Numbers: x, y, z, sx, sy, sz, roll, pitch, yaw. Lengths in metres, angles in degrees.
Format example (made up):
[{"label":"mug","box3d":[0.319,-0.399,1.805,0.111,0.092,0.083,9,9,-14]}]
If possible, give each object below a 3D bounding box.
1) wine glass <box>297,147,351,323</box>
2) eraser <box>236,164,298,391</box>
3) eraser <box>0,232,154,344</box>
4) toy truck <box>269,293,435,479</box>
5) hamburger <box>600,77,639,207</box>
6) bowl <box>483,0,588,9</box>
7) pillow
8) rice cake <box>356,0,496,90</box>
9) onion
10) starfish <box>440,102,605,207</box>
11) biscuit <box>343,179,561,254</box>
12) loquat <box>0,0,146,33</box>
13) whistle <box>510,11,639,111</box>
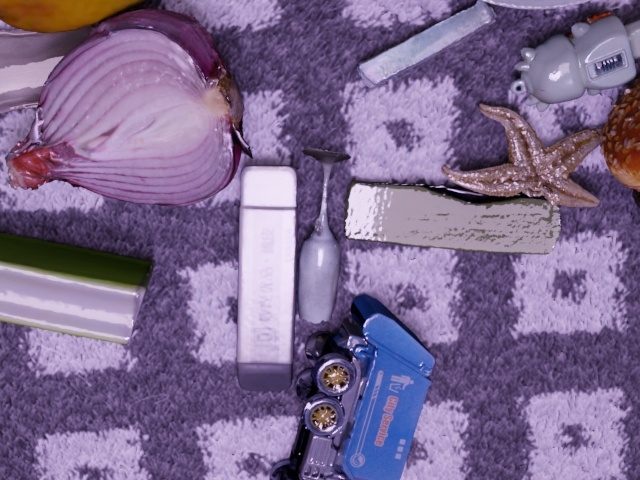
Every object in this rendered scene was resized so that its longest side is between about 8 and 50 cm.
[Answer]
[{"label":"wine glass","box3d":[0.000,0.000,1.380,0.074,0.074,0.262,3,106,-3]},{"label":"eraser","box3d":[-0.079,0.062,1.395,0.089,0.061,0.352,1,100,-2]},{"label":"eraser","box3d":[-0.376,0.057,1.311,0.274,0.210,0.092,10,99,-7]},{"label":"toy truck","box3d":[0.040,0.269,1.397,0.175,0.146,0.367,15,100,-9]},{"label":"hamburger","box3d":[0.524,-0.135,1.276,0.291,0.291,0.225,-40,105,5]},{"label":"bowl","box3d":[0.268,-0.516,1.230,0.435,0.196,0.435,0,101,-1]},{"label":"pillow","box3d":[-0.418,-0.242,1.336,0.233,0.038,0.130,-7,99,-3]},{"label":"rice cake","box3d":[0.152,-0.281,1.352,0.211,0.034,0.043,-28,92,4]},{"label":"onion","box3d":[-0.264,-0.174,1.299,0.349,0.159,0.267,-13,114,16]},{"label":"starfish","box3d":[0.303,-0.125,1.363,0.247,0.050,0.138,10,82,-7]},{"label":"biscuit","box3d":[0.196,-0.035,1.399,0.322,0.038,0.099,4,104,-4]},{"label":"loquat","box3d":[-0.324,-0.400,1.205,0.284,0.276,0.276,-1,101,-5]},{"label":"whistle","box3d":[0.387,-0.262,1.330,0.253,0.102,0.106,-21,59,8]}]
